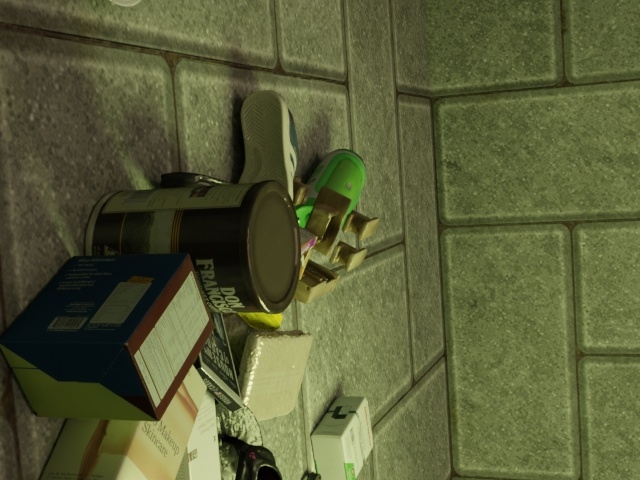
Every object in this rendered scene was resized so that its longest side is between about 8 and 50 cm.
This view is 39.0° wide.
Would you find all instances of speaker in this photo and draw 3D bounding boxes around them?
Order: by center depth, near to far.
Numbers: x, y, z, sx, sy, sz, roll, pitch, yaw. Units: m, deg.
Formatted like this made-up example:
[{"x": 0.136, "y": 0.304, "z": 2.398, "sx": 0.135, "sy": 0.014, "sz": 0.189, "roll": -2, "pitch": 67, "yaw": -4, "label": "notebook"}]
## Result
[{"x": 0.023, "y": -0.111, "z": 2.195, "sx": 0.296, "sy": 0.131, "sz": 0.131, "roll": -61, "pitch": 144, "yaw": -54, "label": "speaker"}]

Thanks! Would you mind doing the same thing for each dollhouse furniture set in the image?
[{"x": 0.000, "y": 0.000, "z": 2.014, "sx": 0.161, "sy": 0.212, "sz": 0.242, "roll": -22, "pitch": 137, "yaw": -66, "label": "dollhouse furniture set"}]

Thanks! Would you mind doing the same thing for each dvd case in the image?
[{"x": -0.203, "y": 0.161, "z": 1.575, "sx": 0.179, "sy": 0.029, "sz": 0.239, "roll": 58, "pitch": 10, "yaw": -54, "label": "dvd case"}]

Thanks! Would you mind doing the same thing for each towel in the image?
[{"x": -0.104, "y": 0.278, "z": 1.874, "sx": 0.282, "sy": 0.049, "sz": 0.187, "roll": 13, "pitch": 90, "yaw": -67, "label": "towel"}]

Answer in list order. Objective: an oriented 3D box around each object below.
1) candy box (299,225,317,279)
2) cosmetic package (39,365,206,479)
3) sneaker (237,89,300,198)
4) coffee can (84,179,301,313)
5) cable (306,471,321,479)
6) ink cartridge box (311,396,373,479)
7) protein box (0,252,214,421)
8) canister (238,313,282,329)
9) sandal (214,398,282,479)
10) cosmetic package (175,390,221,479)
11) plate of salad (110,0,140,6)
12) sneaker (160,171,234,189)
[{"x": -0.086, "y": 0.048, "z": 1.760, "sx": 0.186, "sy": 0.053, "sz": 0.109, "roll": -26, "pitch": 142, "yaw": -57, "label": "candy box"}, {"x": -0.288, "y": 0.300, "z": 1.328, "sx": 0.153, "sy": 0.129, "sz": 0.296, "roll": 65, "pitch": 30, "yaw": -44, "label": "cosmetic package"}, {"x": -0.099, "y": -0.127, "z": 1.875, "sx": 0.148, "sy": 0.131, "sz": 0.350, "roll": 34, "pitch": 60, "yaw": -72, "label": "sneaker"}, {"x": -0.192, "y": 0.014, "z": 1.401, "sx": 0.201, "sy": 0.275, "sz": 0.202, "roll": -2, "pitch": 90, "yaw": -69, "label": "coffee can"}, {"x": -0.039, "y": 0.621, "z": 2.040, "sx": 0.287, "sy": 0.072, "sz": 0.140, "roll": -6, "pitch": 99, "yaw": -70, "label": "cable"}, {"x": 0.058, "y": 0.508, "z": 2.285, "sx": 0.208, "sy": 0.086, "sz": 0.153, "roll": -42, "pitch": 126, "yaw": -63, "label": "ink cartridge box"}, {"x": -0.286, "y": 0.128, "z": 1.246, "sx": 0.201, "sy": 0.199, "sz": 0.136, "roll": -63, "pitch": 145, "yaw": -52, "label": "protein box"}, {"x": -0.118, "y": 0.085, "z": 1.880, "sx": 0.126, "sy": 0.073, "sz": 0.170, "roll": 57, "pitch": 36, "yaw": -54, "label": "canister"}, {"x": -0.124, "y": 0.489, "z": 1.726, "sx": 0.167, "sy": 0.107, "sz": 0.446, "roll": -41, "pitch": 125, "yaw": -47, "label": "sandal"}, {"x": -0.232, "y": 0.361, "z": 1.536, "sx": 0.117, "sy": 0.085, "sz": 0.231, "roll": -21, "pitch": 107, "yaw": -69, "label": "cosmetic package"}, {"x": -0.334, "y": -0.457, "z": 1.393, "sx": 0.200, "sy": 0.048, "sz": 0.200, "roll": 38, "pitch": 46, "yaw": -53, "label": "plate of salad"}, {"x": -0.193, "y": -0.012, "z": 1.614, "sx": 0.330, "sy": 0.122, "sz": 0.146, "roll": 51, "pitch": 44, "yaw": -62, "label": "sneaker"}]
